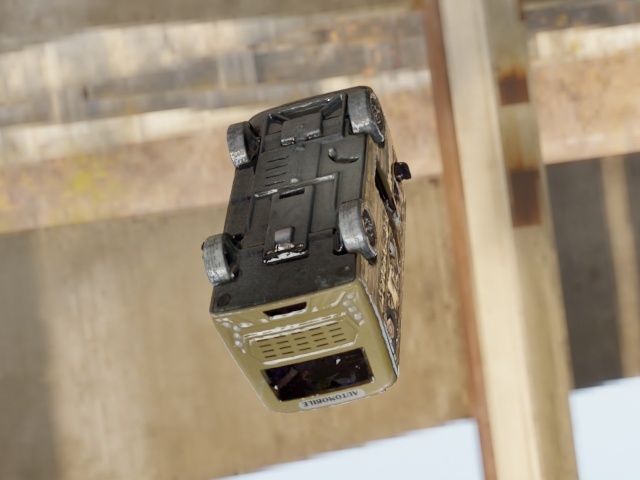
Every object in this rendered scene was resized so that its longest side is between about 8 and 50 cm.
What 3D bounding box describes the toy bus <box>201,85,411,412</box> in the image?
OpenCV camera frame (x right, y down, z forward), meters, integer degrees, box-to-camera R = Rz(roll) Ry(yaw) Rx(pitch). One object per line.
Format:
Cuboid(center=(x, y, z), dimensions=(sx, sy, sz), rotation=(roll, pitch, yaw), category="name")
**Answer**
Cuboid(center=(0.000, 0.000, 1.375), dimensions=(0.139, 0.157, 0.289), rotation=(-14, -145, 13), category="toy bus")
